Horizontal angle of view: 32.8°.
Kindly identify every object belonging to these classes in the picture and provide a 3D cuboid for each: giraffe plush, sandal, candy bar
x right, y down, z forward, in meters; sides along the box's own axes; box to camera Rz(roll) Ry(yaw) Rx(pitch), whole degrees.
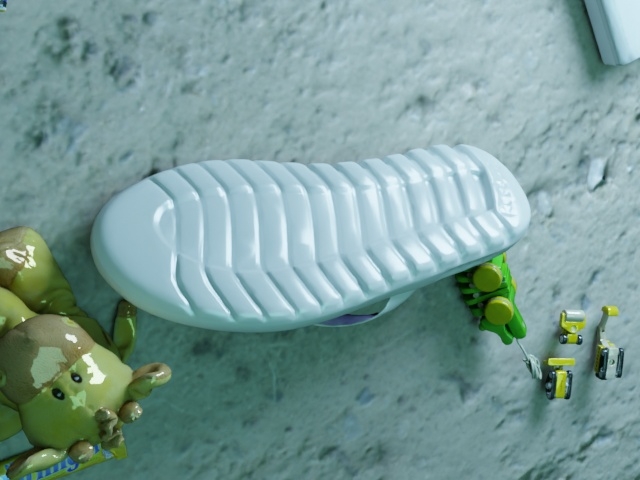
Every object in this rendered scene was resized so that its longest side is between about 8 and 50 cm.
[{"bbox_3d":[-0.213,0.106,0.845,0.210,0.170,0.181,31,87,-28],"label":"giraffe plush"},{"bbox_3d":[0.005,0.012,0.963,0.416,0.169,0.102,-7,145,-24],"label":"sandal"},{"bbox_3d":[-0.246,0.198,0.938,0.161,0.018,0.040,-19,109,-22],"label":"candy bar"}]

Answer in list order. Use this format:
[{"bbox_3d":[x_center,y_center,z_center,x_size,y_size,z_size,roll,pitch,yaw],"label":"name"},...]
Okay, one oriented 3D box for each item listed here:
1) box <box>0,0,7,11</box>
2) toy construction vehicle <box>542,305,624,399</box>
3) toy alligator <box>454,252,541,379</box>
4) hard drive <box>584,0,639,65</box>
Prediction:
[{"bbox_3d":[-0.311,-0.210,0.787,0.169,0.059,0.054,10,97,-27],"label":"box"},{"bbox_3d":[0.279,0.119,1.168,0.085,0.035,0.098,-1,100,-14],"label":"toy construction vehicle"},{"bbox_3d":[0.173,0.067,1.094,0.051,0.056,0.190,-12,115,22],"label":"toy alligator"},{"bbox_3d":[0.320,-0.356,1.070,0.203,0.040,0.308,-31,113,-16],"label":"hard drive"}]
